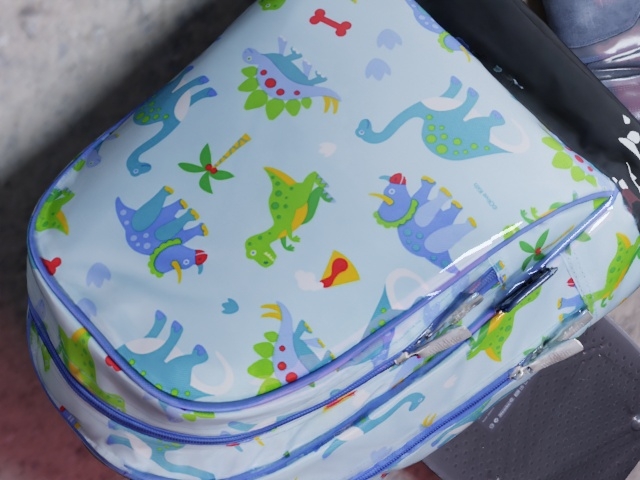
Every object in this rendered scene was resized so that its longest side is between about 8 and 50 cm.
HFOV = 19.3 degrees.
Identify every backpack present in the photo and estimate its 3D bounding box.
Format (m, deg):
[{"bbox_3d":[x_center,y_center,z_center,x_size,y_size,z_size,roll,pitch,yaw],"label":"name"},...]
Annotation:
[{"bbox_3d":[0.000,0.000,1.070,0.355,0.290,0.273,-42,161,6],"label":"backpack"}]

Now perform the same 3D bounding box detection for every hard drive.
[{"bbox_3d":[0.157,0.122,1.402,0.172,0.054,0.255,-53,133,-2],"label":"hard drive"}]

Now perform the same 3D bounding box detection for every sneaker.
[{"bbox_3d":[0.254,-0.142,1.306,0.226,0.086,0.163,-16,112,-20],"label":"sneaker"}]
